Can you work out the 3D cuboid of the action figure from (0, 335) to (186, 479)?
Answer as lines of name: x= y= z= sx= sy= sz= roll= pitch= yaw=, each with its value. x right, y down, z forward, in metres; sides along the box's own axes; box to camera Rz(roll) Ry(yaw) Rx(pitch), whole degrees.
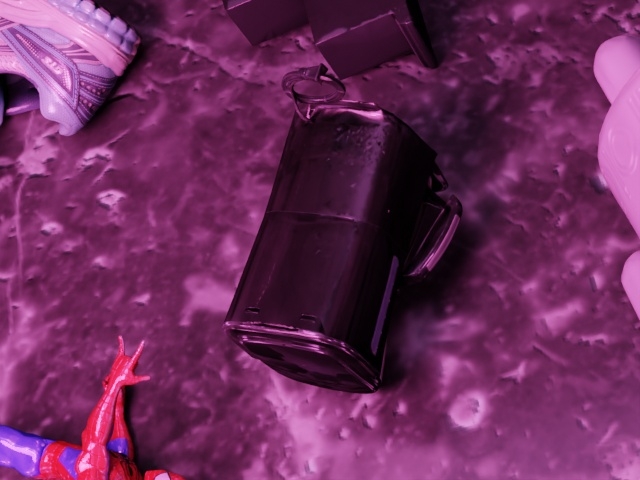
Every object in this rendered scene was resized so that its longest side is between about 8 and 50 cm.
action figure: x=-0.204 y=0.125 z=1.120 sx=0.280 sy=0.091 sz=0.139 roll=16 pitch=82 yaw=27

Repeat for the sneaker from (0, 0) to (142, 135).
sneaker: x=-0.298 y=-0.168 z=1.289 sx=0.283 sy=0.110 sz=0.122 roll=17 pitch=77 yaw=28

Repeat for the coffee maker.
coffee maker: x=0.000 y=0.000 z=1.055 sx=0.120 sy=0.171 sz=0.178 roll=-8 pitch=57 yaw=48

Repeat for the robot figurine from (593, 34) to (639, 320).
robot figurine: x=0.305 y=-0.014 z=0.925 sx=0.300 sy=0.200 sz=0.353 roll=-55 pitch=48 yaw=40

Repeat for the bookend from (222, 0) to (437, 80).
bookend: x=-0.005 y=-0.190 z=1.204 sx=0.156 sy=0.072 sz=0.157 roll=-21 pitch=61 yaw=12
